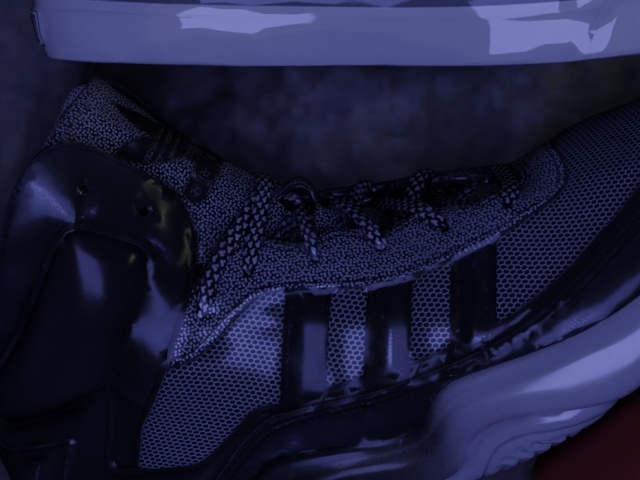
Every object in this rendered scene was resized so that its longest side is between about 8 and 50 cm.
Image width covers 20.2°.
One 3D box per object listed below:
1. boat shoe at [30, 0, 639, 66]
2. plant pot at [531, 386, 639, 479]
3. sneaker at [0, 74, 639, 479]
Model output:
[{"bbox_3d":[0.028,-0.093,0.526,0.229,0.080,0.076,0,103,7],"label":"boat shoe"},{"bbox_3d":[0.206,0.098,0.485,0.243,0.275,0.275,-27,101,13],"label":"plant pot"},{"bbox_3d":[0.000,0.000,0.520,0.269,0.101,0.153,-35,104,12],"label":"sneaker"}]
